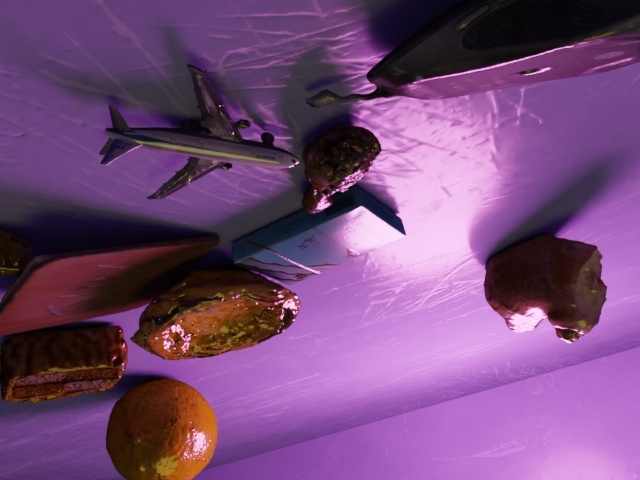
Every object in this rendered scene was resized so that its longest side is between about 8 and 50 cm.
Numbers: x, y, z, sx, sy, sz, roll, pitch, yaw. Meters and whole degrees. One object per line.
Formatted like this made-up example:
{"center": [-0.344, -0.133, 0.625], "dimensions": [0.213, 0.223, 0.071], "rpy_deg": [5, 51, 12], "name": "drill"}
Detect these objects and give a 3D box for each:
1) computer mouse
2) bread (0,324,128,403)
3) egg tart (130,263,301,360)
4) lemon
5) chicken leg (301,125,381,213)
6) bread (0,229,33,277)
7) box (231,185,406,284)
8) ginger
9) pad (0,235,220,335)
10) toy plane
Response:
{"center": [0.152, -0.194, 0.650], "dimensions": [0.379, 0.090, 0.167], "rpy_deg": [-8, 179, 24], "name": "computer mouse"}
{"center": [-0.478, 0.229, 1.241], "dimensions": [0.222, 0.096, 0.181], "rpy_deg": [-3, 154, -24], "name": "bread"}
{"center": [-0.180, 0.115, 1.137], "dimensions": [0.290, 0.107, 0.291], "rpy_deg": [-12, 152, -7], "name": "egg tart"}
{"center": [-0.376, 0.465, 1.601], "dimensions": [0.257, 0.258, 0.310], "rpy_deg": [-14, 152, 3], "name": "lemon"}
{"center": [0.011, -0.085, 0.855], "dimensions": [0.085, 0.069, 0.198], "rpy_deg": [-28, 170, -25], "name": "chicken leg"}
{"center": [-0.427, 0.015, 0.857], "dimensions": [0.110, 0.060, 0.066], "rpy_deg": [6, 136, -29], "name": "bread"}
{"center": [-0.001, 0.000, 1.044], "dimensions": [0.229, 0.042, 0.162], "rpy_deg": [-24, 153, 23], "name": "box"}
{"center": [0.430, 0.100, 1.276], "dimensions": [0.130, 0.221, 0.276], "rpy_deg": [-10, 149, -27], "name": "ginger"}
{"center": [-0.327, 0.070, 0.996], "dimensions": [0.286, 0.018, 0.284], "rpy_deg": [-7, 158, -45], "name": "pad"}
{"center": [-0.131, -0.106, 0.740], "dimensions": [0.226, 0.058, 0.226], "rpy_deg": [-3, 150, -27], "name": "toy plane"}
